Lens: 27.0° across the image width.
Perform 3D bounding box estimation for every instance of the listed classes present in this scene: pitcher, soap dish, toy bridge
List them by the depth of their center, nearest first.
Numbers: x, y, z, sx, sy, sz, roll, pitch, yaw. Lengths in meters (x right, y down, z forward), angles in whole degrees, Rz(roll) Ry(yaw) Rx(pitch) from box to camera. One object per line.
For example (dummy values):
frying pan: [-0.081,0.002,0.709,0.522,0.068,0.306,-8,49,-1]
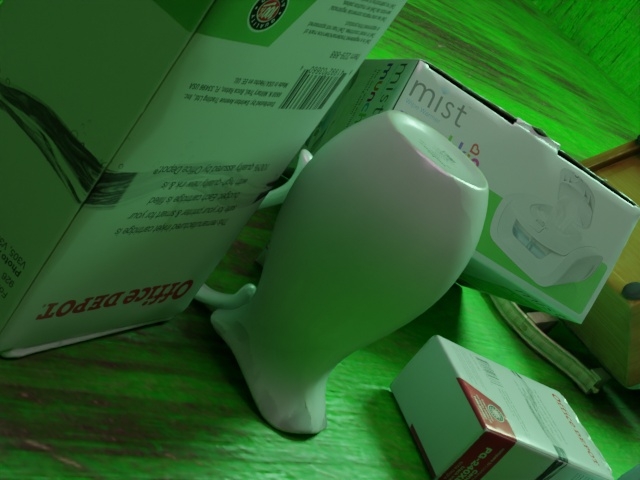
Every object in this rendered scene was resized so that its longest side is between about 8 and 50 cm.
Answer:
pitcher: [0.000,0.000,0.907,0.178,0.207,0.125,45,20,19]
toy bridge: [0.223,0.088,1.376,0.188,0.026,0.063,49,24,24]
soap dish: [0.347,0.011,1.438,0.291,0.229,0.118,-127,-161,-50]

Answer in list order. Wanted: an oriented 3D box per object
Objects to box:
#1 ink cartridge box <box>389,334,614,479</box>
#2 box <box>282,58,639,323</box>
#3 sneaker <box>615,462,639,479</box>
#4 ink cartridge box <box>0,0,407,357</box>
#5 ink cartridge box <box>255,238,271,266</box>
ink cartridge box: [0.142,0.151,1.041,0.150,0.063,0.109,26,23,-33]
box: [0.117,-0.053,1.219,0.262,0.126,0.231,31,-4,-23]
sneaker: [0.346,0.257,0.962,0.319,0.208,0.127,38,18,-4]
ink cartridge box: [-0.100,-0.085,0.795,0.121,0.289,0.211,43,20,17]
ink cartridge box: [0.018,0.001,1.044,0.092,0.090,0.143,39,-18,-1]
